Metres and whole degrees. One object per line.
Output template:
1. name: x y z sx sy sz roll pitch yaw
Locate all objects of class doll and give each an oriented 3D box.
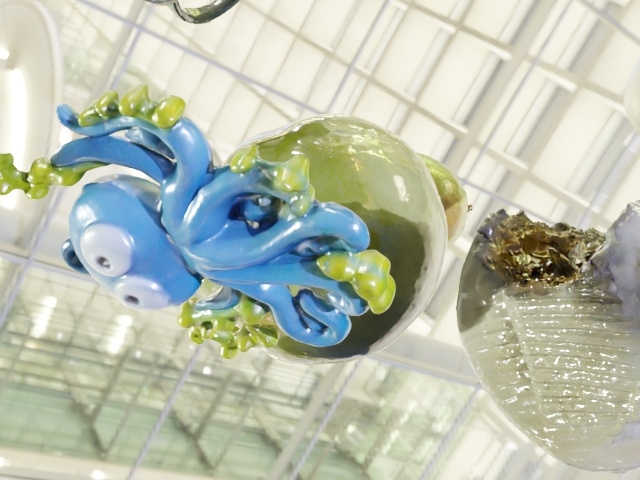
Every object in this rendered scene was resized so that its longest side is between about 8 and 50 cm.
1. doll: -0.110 0.011 0.850 0.341 0.346 0.099 -5 -134 34

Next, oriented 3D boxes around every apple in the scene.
1. apple: 0.000 0.000 1.248 0.357 0.357 0.357 -25 -124 43

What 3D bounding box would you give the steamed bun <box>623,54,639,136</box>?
1. steamed bun: 0.538 -0.189 1.004 0.394 0.237 0.346 15 -121 23

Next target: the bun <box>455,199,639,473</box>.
1. bun: 0.289 0.084 0.903 0.281 0.205 0.281 26 -56 47

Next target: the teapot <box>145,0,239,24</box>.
1. teapot: -0.136 -0.410 1.249 0.200 0.337 0.270 46 -45 17

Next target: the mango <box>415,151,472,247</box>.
1. mango: 0.060 -0.048 1.563 0.382 0.225 0.201 -2 -91 19
